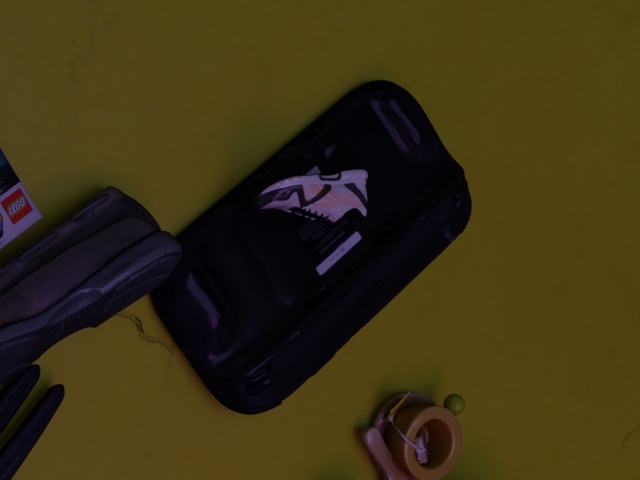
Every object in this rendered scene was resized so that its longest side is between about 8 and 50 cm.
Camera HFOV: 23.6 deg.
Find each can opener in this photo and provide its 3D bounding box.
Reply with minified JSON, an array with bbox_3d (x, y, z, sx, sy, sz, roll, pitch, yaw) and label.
[{"bbox_3d":[-0.252,0.171,1.133,0.059,0.073,0.186,52,55,-18],"label":"can opener"}]

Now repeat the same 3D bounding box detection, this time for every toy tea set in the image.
[{"bbox_3d":[0.064,0.296,1.330,0.336,0.124,0.200,-45,117,-25],"label":"toy tea set"}]

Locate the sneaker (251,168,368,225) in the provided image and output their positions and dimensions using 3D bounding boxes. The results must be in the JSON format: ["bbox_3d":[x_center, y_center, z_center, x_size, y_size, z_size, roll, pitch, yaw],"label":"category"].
[{"bbox_3d":[-0.005,-0.033,1.257,0.109,0.040,0.044,-7,87,-28],"label":"sneaker"}]

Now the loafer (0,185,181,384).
[{"bbox_3d":[-0.229,0.046,1.137,0.267,0.096,0.084,-30,74,-34],"label":"loafer"}]

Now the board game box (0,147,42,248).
[{"bbox_3d":[-0.355,-0.011,1.032,0.305,0.053,0.193,-42,116,-32],"label":"board game box"}]

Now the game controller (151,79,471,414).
[{"bbox_3d":[0.000,0.000,1.315,0.319,0.067,0.166,-42,101,-27],"label":"game controller"}]
